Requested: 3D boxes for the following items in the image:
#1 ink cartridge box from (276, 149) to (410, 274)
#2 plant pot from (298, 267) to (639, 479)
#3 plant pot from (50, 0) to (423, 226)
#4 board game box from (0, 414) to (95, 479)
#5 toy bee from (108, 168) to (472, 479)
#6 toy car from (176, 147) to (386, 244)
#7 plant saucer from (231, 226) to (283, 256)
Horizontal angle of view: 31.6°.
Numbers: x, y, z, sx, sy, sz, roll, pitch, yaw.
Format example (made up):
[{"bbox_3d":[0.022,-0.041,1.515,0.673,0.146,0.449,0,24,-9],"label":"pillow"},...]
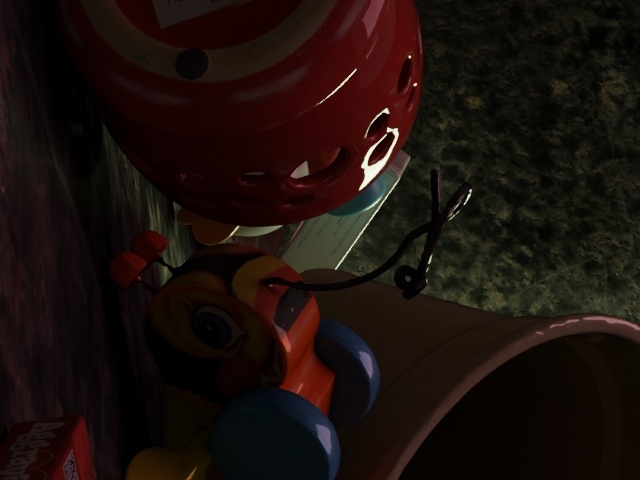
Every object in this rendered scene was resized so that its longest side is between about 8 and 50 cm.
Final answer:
[{"bbox_3d":[0.000,0.000,1.366,0.296,0.066,0.261,-55,-179,16],"label":"ink cartridge box"},{"bbox_3d":[0.063,0.166,0.886,0.305,0.334,0.333,27,-49,51],"label":"plant pot"},{"bbox_3d":[-0.042,-0.119,0.605,0.174,0.191,0.191,66,15,-73],"label":"plant pot"},{"bbox_3d":[-0.068,0.207,0.324,0.145,0.027,0.281,-100,-177,-80],"label":"board game box"},{"bbox_3d":[-0.044,0.065,0.642,0.298,0.162,0.195,-66,172,12],"label":"toy bee"},{"bbox_3d":[-0.077,-0.078,1.085,0.238,0.210,0.219,-58,137,-44],"label":"toy car"},{"bbox_3d":[-0.102,-0.139,1.511,0.332,0.084,0.332,179,-90,-82],"label":"plant saucer"}]
